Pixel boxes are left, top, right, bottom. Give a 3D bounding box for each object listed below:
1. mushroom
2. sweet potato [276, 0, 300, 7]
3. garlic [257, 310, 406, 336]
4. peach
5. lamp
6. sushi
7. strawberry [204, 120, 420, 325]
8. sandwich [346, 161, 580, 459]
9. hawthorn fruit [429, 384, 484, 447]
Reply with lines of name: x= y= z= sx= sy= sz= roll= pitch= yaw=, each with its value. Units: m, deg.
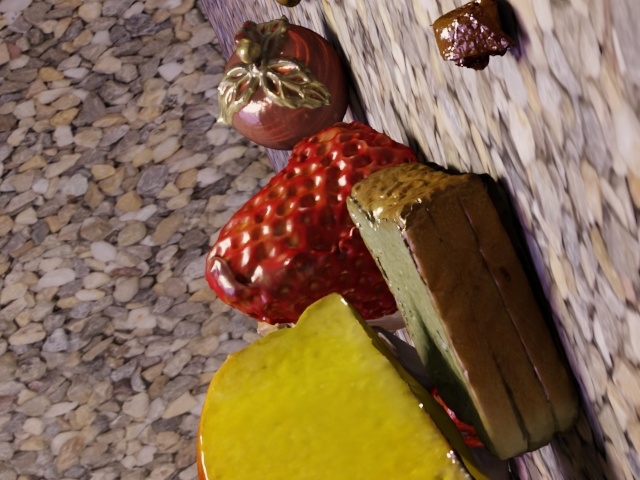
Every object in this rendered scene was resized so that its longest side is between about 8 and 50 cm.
mushroom: x=0.120 y=0.194 z=1.894 sx=0.097 sy=0.109 sz=0.351 roll=12 pitch=157 yaw=42
sweet potato: x=-0.040 y=-0.312 z=2.186 sx=0.153 sy=0.038 sz=0.041 roll=-99 pitch=12 yaw=-70
garlic: x=0.036 y=0.043 z=2.064 sx=0.281 sy=0.203 sz=0.184 roll=129 pitch=139 yaw=-64
peach: x=0.060 y=0.266 z=1.521 sx=0.380 sy=0.242 sz=0.306 roll=47 pitch=174 yaw=40
lamp: x=-0.021 y=-0.162 z=2.075 sx=0.223 sy=0.151 sz=0.215 roll=15 pitch=-129 yaw=-40
sushi: x=0.104 y=-0.137 z=1.185 sx=0.047 sy=0.050 sz=0.099 roll=63 pitch=-173 yaw=-9
strawberry: x=0.000 y=0.000 z=1.758 sx=0.205 sy=0.244 sz=0.205 roll=43 pitch=144 yaw=43
sandwich: x=0.126 y=0.056 z=1.532 sx=0.273 sy=0.095 sz=0.249 roll=-143 pitch=29 yaw=-80
hawthorn fruit: x=0.152 y=0.170 z=1.790 sx=0.093 sy=0.093 sz=0.093 roll=159 pitch=90 yaw=-86
